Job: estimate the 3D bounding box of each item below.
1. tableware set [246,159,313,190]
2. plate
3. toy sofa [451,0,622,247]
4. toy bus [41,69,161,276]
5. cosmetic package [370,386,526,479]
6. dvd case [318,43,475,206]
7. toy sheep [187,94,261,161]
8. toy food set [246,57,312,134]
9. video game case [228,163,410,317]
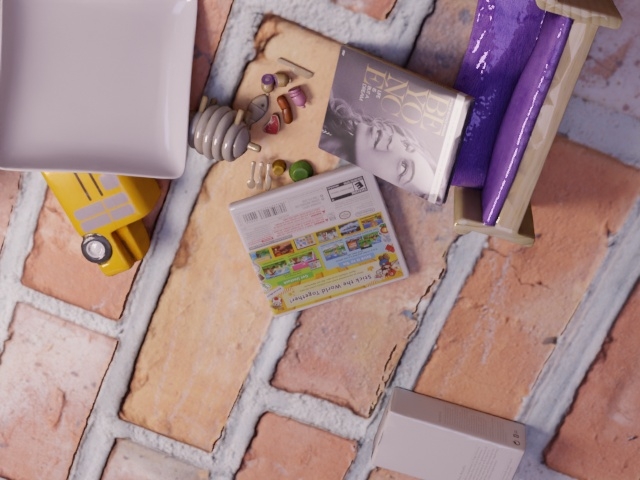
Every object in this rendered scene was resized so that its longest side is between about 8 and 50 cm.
[{"bbox_3d":[-0.063,-0.054,1.772,0.104,0.024,0.154,6,115,0],"label":"tableware set"},{"bbox_3d":[-0.317,-0.231,1.615,0.278,0.045,0.277,2,97,-25],"label":"plate"},{"bbox_3d":[0.265,-0.188,1.595,0.177,0.150,0.362,16,117,-2],"label":"toy sofa"},{"bbox_3d":[-0.346,-0.117,1.727,0.130,0.108,0.332,-22,111,15],"label":"toy bus"},{"bbox_3d":[0.209,0.335,1.894,0.231,0.085,0.117,18,116,0],"label":"cosmetic package"},{"bbox_3d":[0.102,-0.165,1.639,0.221,0.018,0.164,27,119,26],"label":"dvd case"},{"bbox_3d":[-0.146,-0.159,1.695,0.132,0.091,0.091,22,118,18],"label":"toy sheep"},{"bbox_3d":[-0.062,-0.203,1.698,0.078,0.019,0.122,25,116,-5],"label":"toy food set"},{"bbox_3d":[0.000,0.000,1.770,0.227,0.026,0.206,-18,116,8],"label":"video game case"}]
